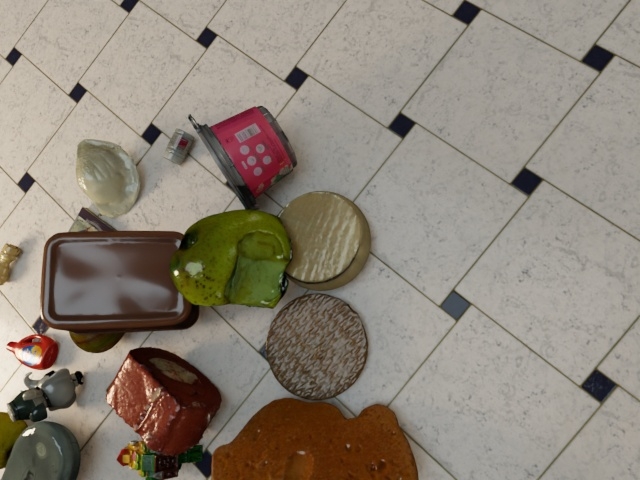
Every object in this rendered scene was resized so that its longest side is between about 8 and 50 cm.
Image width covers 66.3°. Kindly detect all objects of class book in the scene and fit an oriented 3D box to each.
[{"bbox_3d":[-0.713,0.033,1.456,0.158,0.026,0.231,32,91,19],"label":"book"}]

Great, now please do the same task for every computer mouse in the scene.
[{"bbox_3d":[-0.750,0.640,1.316,0.188,0.122,0.370,35,99,18],"label":"computer mouse"}]

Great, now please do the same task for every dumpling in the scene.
[{"bbox_3d":[-0.612,-0.192,1.418,0.167,0.126,0.215,-19,72,-4],"label":"dumpling"}]

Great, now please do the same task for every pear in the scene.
[{"bbox_3d":[-0.898,0.555,1.363,0.162,0.149,0.148,18,86,30],"label":"pear"},{"bbox_3d":[-0.205,0.031,1.104,0.164,0.256,0.238,5,84,43],"label":"pear"}]

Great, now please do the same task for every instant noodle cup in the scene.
[{"bbox_3d":[-0.175,-0.222,1.239,0.182,0.302,0.258,-32,40,-5],"label":"instant noodle cup"}]

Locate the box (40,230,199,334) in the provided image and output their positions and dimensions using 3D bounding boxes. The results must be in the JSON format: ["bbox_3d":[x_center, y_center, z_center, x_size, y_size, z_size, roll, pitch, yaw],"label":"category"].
[{"bbox_3d":[-0.474,0.105,1.197,0.340,0.229,0.239,-1,80,-12],"label":"box"}]

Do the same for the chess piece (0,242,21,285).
[{"bbox_3d":[-0.980,0.071,1.512,0.066,0.066,0.122,25,83,19],"label":"chess piece"}]

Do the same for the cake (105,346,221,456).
[{"bbox_3d":[-0.383,0.392,1.221,0.283,0.177,0.150,30,91,24],"label":"cake"}]

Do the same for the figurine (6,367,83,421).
[{"bbox_3d":[-0.741,0.414,1.330,0.126,0.192,0.147,35,130,30],"label":"figurine"}]

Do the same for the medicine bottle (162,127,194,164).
[{"bbox_3d":[-0.405,-0.267,1.397,0.058,0.058,0.091,25,89,19],"label":"medicine bottle"}]

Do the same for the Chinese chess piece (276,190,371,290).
[{"bbox_3d":[0.000,0.000,1.210,0.250,0.103,0.249,-3,79,17],"label":"Chinese chess piece"}]

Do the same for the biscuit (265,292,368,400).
[{"bbox_3d":[-0.009,0.258,1.203,0.262,0.037,0.261,-3,79,16],"label":"biscuit"}]

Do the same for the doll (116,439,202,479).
[{"bbox_3d":[-0.414,0.544,1.235,0.187,0.134,0.106,-6,81,23],"label":"doll"}]

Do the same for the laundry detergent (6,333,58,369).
[{"bbox_3d":[-0.852,0.319,1.437,0.166,0.049,0.097,10,77,19],"label":"laundry detergent"}]

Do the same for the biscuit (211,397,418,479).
[{"bbox_3d":[-0.023,0.504,1.045,0.456,0.349,0.078,0,125,14],"label":"biscuit"}]

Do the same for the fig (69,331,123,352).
[{"bbox_3d":[-0.579,0.228,1.321,0.187,0.142,0.147,-22,102,25],"label":"fig"}]
